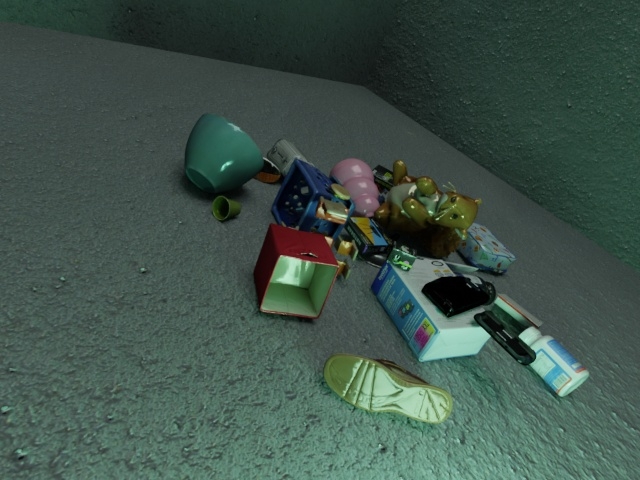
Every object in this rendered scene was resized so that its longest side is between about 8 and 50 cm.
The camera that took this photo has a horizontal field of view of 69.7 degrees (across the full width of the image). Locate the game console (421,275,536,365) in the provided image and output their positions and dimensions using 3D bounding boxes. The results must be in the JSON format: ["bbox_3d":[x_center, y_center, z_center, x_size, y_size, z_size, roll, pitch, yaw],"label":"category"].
[{"bbox_3d":[0.490,0.238,1.401,0.213,0.044,0.361,-8,43,-40],"label":"game console"}]

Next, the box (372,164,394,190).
[{"bbox_3d":[0.360,-0.331,2.474,0.184,0.045,0.190,32,30,8],"label":"box"}]

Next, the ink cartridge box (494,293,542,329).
[{"bbox_3d":[0.740,0.276,1.735,0.181,0.056,0.224,42,15,25],"label":"ink cartridge box"}]

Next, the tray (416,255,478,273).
[{"bbox_3d":[0.458,0.091,1.793,0.145,0.030,0.270,11,1,-43],"label":"tray"}]

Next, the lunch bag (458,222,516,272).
[{"bbox_3d":[0.751,0.029,2.138,0.243,0.115,0.303,12,32,-26],"label":"lunch bag"}]

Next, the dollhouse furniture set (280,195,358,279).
[{"bbox_3d":[0.000,0.000,1.490,0.262,0.259,0.135,15,22,-14],"label":"dollhouse furniture set"}]

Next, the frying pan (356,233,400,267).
[{"bbox_3d":[0.273,0.031,1.853,0.326,0.053,0.197,-7,43,-38],"label":"frying pan"}]

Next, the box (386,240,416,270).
[{"bbox_3d":[0.265,0.051,1.507,0.083,0.062,0.052,23,30,0],"label":"box"}]

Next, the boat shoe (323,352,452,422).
[{"bbox_3d":[0.167,0.373,1.202,0.342,0.123,0.123,17,1,-4],"label":"boat shoe"}]

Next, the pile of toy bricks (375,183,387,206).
[{"bbox_3d":[0.276,-0.172,2.129,0.105,0.118,0.212,49,11,-25],"label":"pile of toy bricks"}]

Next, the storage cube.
[{"bbox_3d":[-0.080,0.089,1.348,0.183,0.215,0.193,12,26,-21],"label":"storage cube"}]

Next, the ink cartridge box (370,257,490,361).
[{"bbox_3d":[0.357,0.197,1.549,0.270,0.151,0.395,4,38,-31],"label":"ink cartridge box"}]

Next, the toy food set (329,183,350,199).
[{"bbox_3d":[0.068,-0.170,1.605,0.082,0.020,0.083,19,31,-33],"label":"toy food set"}]

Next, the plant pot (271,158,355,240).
[{"bbox_3d":[-0.019,-0.129,1.709,0.212,0.236,0.236,11,33,-33],"label":"plant pot"}]

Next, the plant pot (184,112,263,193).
[{"bbox_3d":[-0.383,-0.288,1.688,0.290,0.290,0.195,30,67,9],"label":"plant pot"}]

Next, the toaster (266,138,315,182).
[{"bbox_3d":[-0.121,-0.340,2.036,0.146,0.129,0.227,50,14,30],"label":"toaster"}]

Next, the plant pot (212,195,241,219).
[{"bbox_3d":[-0.322,-0.113,1.616,0.083,0.083,0.079,41,22,25],"label":"plant pot"}]

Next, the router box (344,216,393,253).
[{"bbox_3d":[0.183,-0.021,1.781,0.133,0.046,0.179,0,38,-30],"label":"router box"}]

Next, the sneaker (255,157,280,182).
[{"bbox_3d":[-0.286,-0.339,1.970,0.262,0.099,0.121,25,26,-3],"label":"sneaker"}]

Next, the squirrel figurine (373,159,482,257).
[{"bbox_3d":[0.476,-0.109,1.900,0.370,0.281,0.397,11,-26,37],"label":"squirrel figurine"}]

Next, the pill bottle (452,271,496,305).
[{"bbox_3d":[0.544,0.188,1.728,0.219,0.123,0.123,11,33,-24],"label":"pill bottle"}]

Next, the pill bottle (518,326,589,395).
[{"bbox_3d":[0.778,0.403,1.563,0.124,0.124,0.221,-1,40,-37],"label":"pill bottle"}]

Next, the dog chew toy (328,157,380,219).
[{"bbox_3d":[0.159,-0.204,1.993,0.206,0.207,0.332,6,43,-29],"label":"dog chew toy"}]
